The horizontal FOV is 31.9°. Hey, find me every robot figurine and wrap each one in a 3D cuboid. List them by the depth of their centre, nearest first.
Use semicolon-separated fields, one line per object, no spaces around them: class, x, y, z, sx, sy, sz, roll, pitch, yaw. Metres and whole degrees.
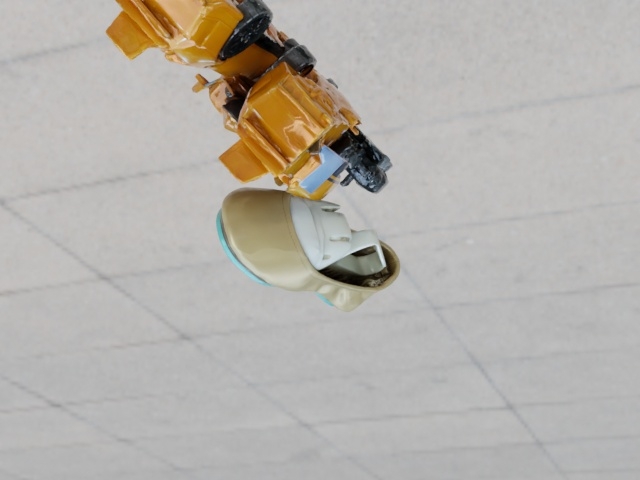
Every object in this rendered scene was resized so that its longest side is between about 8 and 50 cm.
robot figurine;-0.043;-0.106;0.773;0.085;0.211;0.291;-42;176;5

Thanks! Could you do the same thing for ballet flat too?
ballet flat;0.000;0.000;0.840;0.073;0.080;0.232;-20;163;16
